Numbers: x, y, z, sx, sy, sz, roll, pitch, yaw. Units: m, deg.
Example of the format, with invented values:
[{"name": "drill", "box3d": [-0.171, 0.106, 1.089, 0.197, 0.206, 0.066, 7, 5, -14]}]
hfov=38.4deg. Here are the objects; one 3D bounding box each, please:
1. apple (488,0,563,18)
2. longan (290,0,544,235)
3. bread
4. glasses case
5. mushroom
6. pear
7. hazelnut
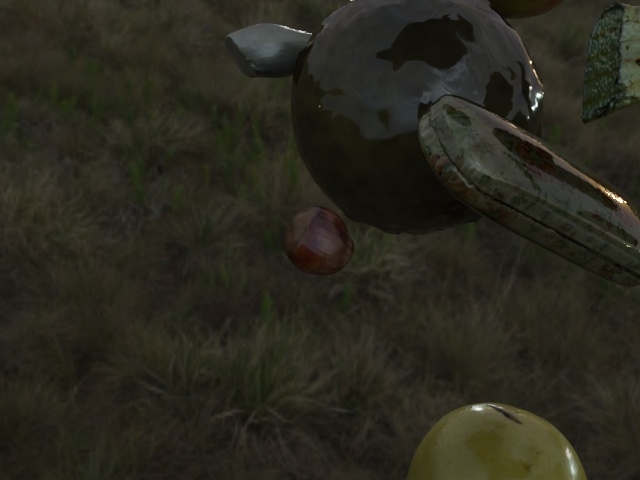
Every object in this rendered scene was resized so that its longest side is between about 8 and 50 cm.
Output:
[{"name": "apple", "box3d": [0.380, -0.574, 1.821, 0.264, 0.264, 0.264, 5, 28, -3]}, {"name": "longan", "box3d": [0.148, -0.198, 1.423, 0.391, 0.391, 0.391, 5, 28, -3]}, {"name": "bread", "box3d": [0.410, -0.221, 1.200, 0.110, 0.156, 0.103, 13, -5, -17]}, {"name": "glasses case", "box3d": [0.289, -0.057, 1.171, 0.425, 0.098, 0.156, 23, 36, -35]}, {"name": "mushroom", "box3d": [-0.043, -0.319, 1.534, 0.225, 0.093, 0.116, -10, -8, -4]}, {"name": "pear", "box3d": [0.284, 0.422, 1.492, 0.309, 0.309, 0.309, 5, 28, -3]}, {"name": "hazelnut", "box3d": [0.000, 0.000, 1.038, 0.086, 0.086, 0.086, 5, 28, -3]}]
